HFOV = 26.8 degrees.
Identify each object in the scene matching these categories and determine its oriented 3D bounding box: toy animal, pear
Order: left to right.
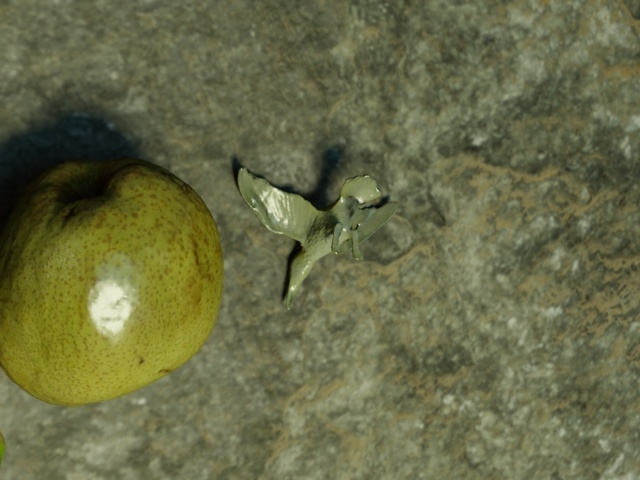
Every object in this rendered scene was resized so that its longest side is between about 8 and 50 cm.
[{"bbox_3d":[-0.200,0.031,1.227,0.228,0.188,0.211,-26,114,-38],"label":"pear"},{"bbox_3d":[0.000,0.000,1.434,0.219,0.095,0.155,21,78,-35],"label":"toy animal"}]

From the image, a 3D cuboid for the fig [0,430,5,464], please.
[{"bbox_3d":[-0.348,0.278,1.146,0.206,0.206,0.275,23,83,-36],"label":"fig"}]
